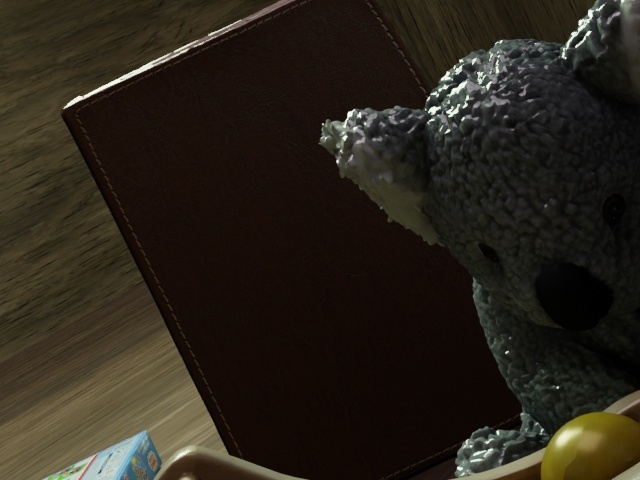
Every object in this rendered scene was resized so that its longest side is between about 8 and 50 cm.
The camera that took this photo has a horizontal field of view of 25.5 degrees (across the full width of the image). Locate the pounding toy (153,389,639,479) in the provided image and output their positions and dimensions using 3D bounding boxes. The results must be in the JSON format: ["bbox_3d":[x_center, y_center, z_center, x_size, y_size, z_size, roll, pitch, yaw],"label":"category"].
[{"bbox_3d":[0.014,0.129,0.518,0.269,0.154,0.155,-26,7,-2],"label":"pounding toy"}]

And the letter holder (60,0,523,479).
[{"bbox_3d":[0.000,0.000,0.941,0.214,0.302,0.152,-25,6,3],"label":"letter holder"}]

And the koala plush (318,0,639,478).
[{"bbox_3d":[0.115,-0.003,0.617,0.196,0.221,0.203,-24,36,27],"label":"koala plush"}]

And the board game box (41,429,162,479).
[{"bbox_3d":[-0.242,0.236,1.174,0.211,0.039,0.160,-25,6,5],"label":"board game box"}]
